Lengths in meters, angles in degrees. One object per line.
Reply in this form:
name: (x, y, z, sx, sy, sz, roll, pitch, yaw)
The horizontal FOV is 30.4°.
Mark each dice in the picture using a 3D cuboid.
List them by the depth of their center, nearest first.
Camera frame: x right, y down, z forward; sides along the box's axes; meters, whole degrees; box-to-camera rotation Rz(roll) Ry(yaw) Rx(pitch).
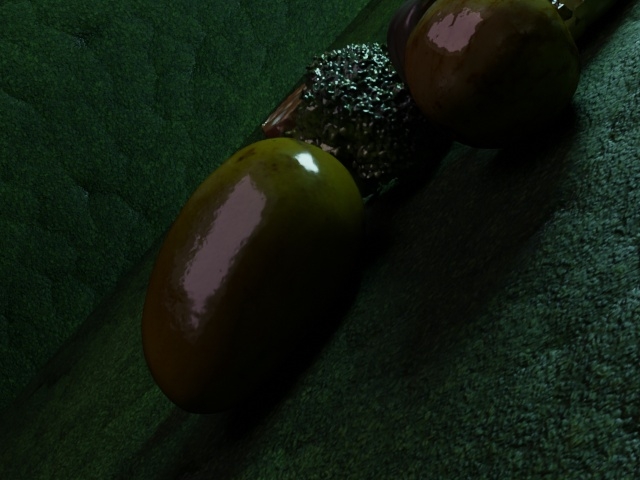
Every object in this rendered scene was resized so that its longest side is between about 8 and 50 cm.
dice: (0.002, -0.213, 2.311, 0.179, 0.174, 0.175, -43, 12, 0)

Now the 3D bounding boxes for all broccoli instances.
broccoli: (0.071, -0.200, 1.896, 0.260, 0.235, 0.288, -41, 19, 33)

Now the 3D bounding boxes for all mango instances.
mango: (-0.104, 0.051, 1.719, 0.300, 0.232, 0.446, 6, 60, 37)

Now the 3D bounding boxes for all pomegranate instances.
pomegranate: (0.226, -0.233, 1.537, 0.248, 0.248, 0.248, -45, 13, 14)

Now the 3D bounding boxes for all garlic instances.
garlic: (0.174, -0.298, 1.749, 0.214, 0.160, 0.191, -137, 45, -74)

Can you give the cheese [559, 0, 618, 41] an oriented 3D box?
cheese: (0.367, -0.392, 1.745, 0.259, 0.128, 0.316, -21, 33, 58)
